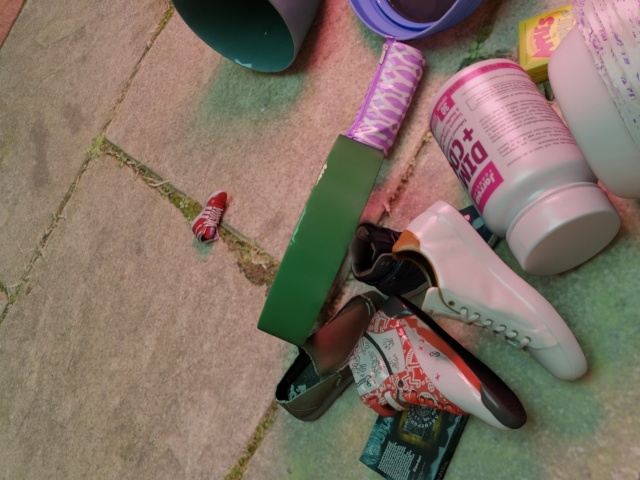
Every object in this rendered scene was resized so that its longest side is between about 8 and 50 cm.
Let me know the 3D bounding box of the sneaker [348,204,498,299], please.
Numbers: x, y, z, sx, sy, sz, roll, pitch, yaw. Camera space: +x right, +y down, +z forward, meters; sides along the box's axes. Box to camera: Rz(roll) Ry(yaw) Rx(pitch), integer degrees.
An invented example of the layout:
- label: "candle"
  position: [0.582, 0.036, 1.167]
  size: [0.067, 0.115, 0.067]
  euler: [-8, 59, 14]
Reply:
- label: "sneaker"
  position: [0.147, 0.001, 0.967]
  size: [0.226, 0.163, 0.086]
  euler: [-38, 51, 20]

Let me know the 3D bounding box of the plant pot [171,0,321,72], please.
- label: "plant pot"
  position: [-0.124, -0.530, 1.335]
  size: [0.293, 0.293, 0.235]
  euler: [12, 66, 42]

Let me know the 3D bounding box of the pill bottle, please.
- label: "pill bottle"
  position: [0.273, -0.102, 0.904]
  size: [0.160, 0.160, 0.283]
  euler: [-38, 53, 22]

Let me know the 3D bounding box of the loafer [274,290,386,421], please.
- label: "loafer"
  position: [0.016, 0.184, 1.047]
  size: [0.251, 0.087, 0.094]
  euler: [-55, 48, 8]

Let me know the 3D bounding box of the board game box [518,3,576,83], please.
- label: "board game box"
  position: [0.388, -0.304, 0.972]
  size: [0.181, 0.043, 0.092]
  euler: [-11, 66, 36]

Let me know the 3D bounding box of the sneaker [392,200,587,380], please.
- label: "sneaker"
  position: [0.209, 0.089, 0.866]
  size: [0.123, 0.106, 0.290]
  euler: [-39, 71, -10]

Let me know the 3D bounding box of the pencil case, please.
- label: "pencil case"
  position: [0.112, -0.247, 1.146]
  size: [0.086, 0.088, 0.206]
  euler: [17, 84, 44]

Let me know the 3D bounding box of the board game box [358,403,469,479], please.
- label: "board game box"
  position: [0.142, 0.263, 0.953]
  size: [0.126, 0.026, 0.186]
  euler: [22, 87, 43]

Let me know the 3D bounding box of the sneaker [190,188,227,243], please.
- label: "sneaker"
  position: [-0.223, -0.046, 1.370]
  size: [0.118, 0.042, 0.067]
  euler: [-52, 44, 20]

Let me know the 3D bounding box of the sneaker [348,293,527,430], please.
- label: "sneaker"
  position: [0.145, 0.202, 0.899]
  size: [0.145, 0.090, 0.270]
  euler: [-55, 45, 9]

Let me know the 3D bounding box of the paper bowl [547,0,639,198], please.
- label: "paper bowl"
  position: [0.371, -0.163, 0.764]
  size: [0.148, 0.284, 0.284]
  euler: [-27, 57, 31]

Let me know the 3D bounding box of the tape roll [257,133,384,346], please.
- label: "tape roll"
  position: [0.000, 0.000, 1.004]
  size: [0.077, 0.321, 0.321]
  euler: [24, 88, 0]

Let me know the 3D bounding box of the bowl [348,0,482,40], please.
- label: "bowl"
  position: [0.172, -0.540, 1.116]
  size: [0.391, 0.077, 0.390]
  euler: [18, 113, 53]
